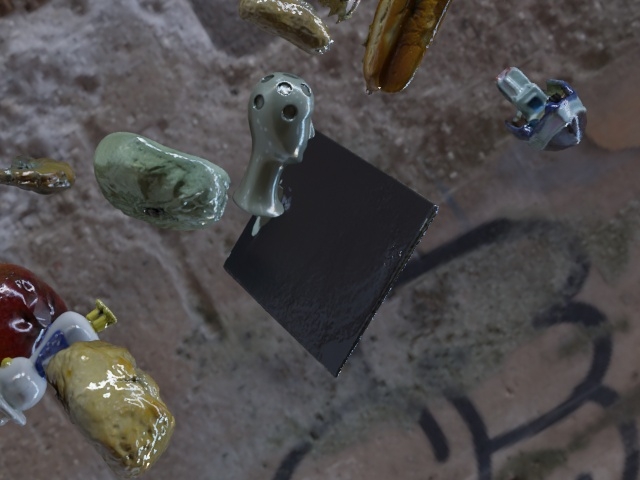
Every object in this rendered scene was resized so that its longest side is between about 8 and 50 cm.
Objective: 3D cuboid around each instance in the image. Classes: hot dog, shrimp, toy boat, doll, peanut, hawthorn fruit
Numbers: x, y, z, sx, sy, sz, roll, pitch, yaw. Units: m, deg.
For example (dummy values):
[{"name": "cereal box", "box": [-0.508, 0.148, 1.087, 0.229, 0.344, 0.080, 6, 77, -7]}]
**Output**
[{"name": "hot dog", "box": [0.137, -0.351, 1.680, 0.109, 0.270, 0.072, 23, 13, -15]}, {"name": "shrimp", "box": [-0.471, -0.100, 1.615, 0.253, 0.173, 0.058, 11, -81, 56]}, {"name": "toy boat", "box": [0.340, -0.214, 1.662, 0.115, 0.114, 0.262, 43, 7, -17]}, {"name": "doll", "box": [-0.480, 0.214, 1.821, 0.119, 0.293, 0.138, 54, -12, -28]}, {"name": "peanut", "box": [-0.069, -0.455, 2.180, 0.214, 0.100, 0.099, 18, 12, -18]}, {"name": "hawthorn fruit", "box": [-0.666, 0.193, 2.156, 0.295, 0.311, 0.295, 29, 43, -31]}]

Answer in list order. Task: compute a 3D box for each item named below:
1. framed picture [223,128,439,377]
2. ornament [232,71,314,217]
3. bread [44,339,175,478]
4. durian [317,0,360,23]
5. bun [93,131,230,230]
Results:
[{"name": "framed picture", "box": [0.000, 0.000, 1.388, 0.013, 0.244, 0.324, 26, 8, -38]}, {"name": "ornament", "box": [-0.049, -0.108, 1.160, 0.075, 0.081, 0.156, -110, -148, -63]}, {"name": "bread", "box": [-0.324, 0.255, 1.660, 0.244, 0.134, 0.244, 52, -10, 14]}, {"name": "durian", "box": [0.041, -0.461, 1.743, 0.305, 0.185, 0.196, 147, -54, -82]}, {"name": "bun", "box": [-0.252, -0.083, 1.630, 0.221, 0.108, 0.221, 19, -12, 4]}]
